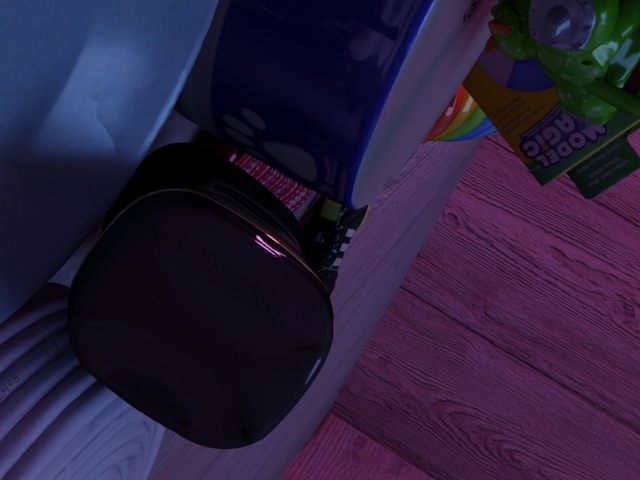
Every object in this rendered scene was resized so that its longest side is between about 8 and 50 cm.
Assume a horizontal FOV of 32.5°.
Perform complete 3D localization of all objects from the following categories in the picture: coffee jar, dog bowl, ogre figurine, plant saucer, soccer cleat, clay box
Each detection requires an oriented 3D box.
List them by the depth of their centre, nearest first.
[{"bbox_3d":[-0.093,-0.051,0.338,0.195,0.037,0.195,-56,172,-12],"label":"plant saucer"},{"bbox_3d":[-0.049,0.016,0.462,0.079,0.096,0.184,-53,-169,6],"label":"coffee jar"},{"bbox_3d":[0.141,-0.125,0.523,0.197,0.097,0.118,62,54,-85],"label":"ogre figurine"},{"bbox_3d":[0.040,-0.150,0.533,0.265,0.104,0.265,-57,171,-13],"label":"dog bowl"},{"bbox_3d":[0.154,-0.138,0.735,0.127,0.222,0.053,-38,179,35],"label":"clay box"},{"bbox_3d":[0.000,0.000,1.052,0.072,0.060,0.179,96,19,-50],"label":"soccer cleat"}]

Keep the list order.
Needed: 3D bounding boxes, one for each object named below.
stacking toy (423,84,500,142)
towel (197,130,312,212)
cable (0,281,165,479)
[{"bbox_3d":[0.085,-0.128,0.871,0.330,0.141,0.141,-30,151,-60],"label":"stacking toy"},{"bbox_3d":[-0.080,0.025,0.729,0.198,0.031,0.275,-58,172,1],"label":"towel"},{"bbox_3d":[-0.158,0.138,0.456,0.257,0.089,0.257,-57,172,-11],"label":"cable"}]
